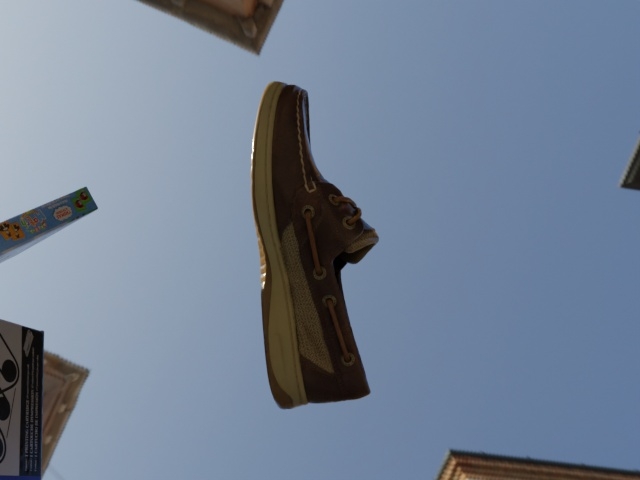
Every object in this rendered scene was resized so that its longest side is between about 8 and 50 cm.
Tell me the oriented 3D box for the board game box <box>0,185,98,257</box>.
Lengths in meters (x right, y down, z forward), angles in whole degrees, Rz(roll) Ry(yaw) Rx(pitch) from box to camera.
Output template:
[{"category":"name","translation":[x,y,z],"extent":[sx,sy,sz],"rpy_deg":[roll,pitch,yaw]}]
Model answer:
[{"category":"board game box","translation":[-0.393,0.007,0.997],"extent":[0.160,0.211,0.039],"rpy_deg":[-25,-83,27]}]

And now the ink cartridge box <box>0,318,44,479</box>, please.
[{"category":"ink cartridge box","translation":[-0.246,0.160,0.589],"extent":[0.046,0.097,0.207],"rpy_deg":[-10,-109,15]}]

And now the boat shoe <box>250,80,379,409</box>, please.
[{"category":"boat shoe","translation":[0.000,0.000,0.859],"extent":[0.123,0.123,0.342],"rpy_deg":[-5,-99,6]}]
